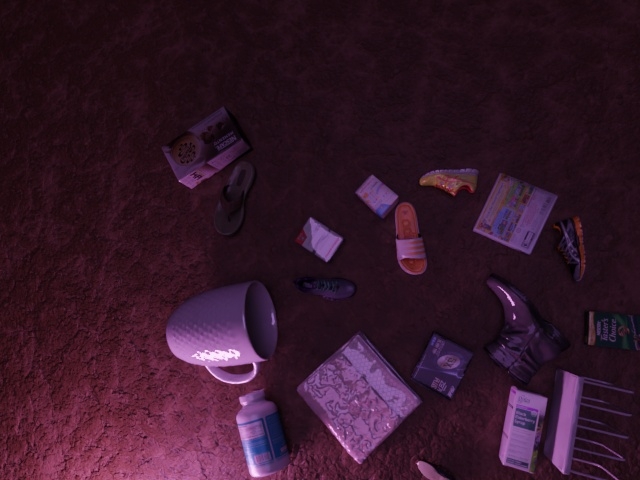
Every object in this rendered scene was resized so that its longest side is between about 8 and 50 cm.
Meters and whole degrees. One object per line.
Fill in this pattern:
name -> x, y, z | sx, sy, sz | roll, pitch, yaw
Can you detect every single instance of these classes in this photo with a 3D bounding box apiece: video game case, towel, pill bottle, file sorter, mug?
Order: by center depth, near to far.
file sorter -> 0.812, 0.554, 1.445 | 0.173, 0.193, 0.278 | 10, 84, 10
video game case -> 0.671, -0.093, 1.649 | 0.206, 0.026, 0.227 | 26, 89, 13
towel -> 0.133, 0.538, 1.653 | 0.317, 0.053, 0.332 | -44, 76, 3
pill bottle -> -0.205, 0.660, 1.653 | 0.146, 0.146, 0.264 | -18, 79, 8
mug -> -0.339, 0.346, 1.685 | 0.327, 0.276, 0.374 | -12, 110, 15

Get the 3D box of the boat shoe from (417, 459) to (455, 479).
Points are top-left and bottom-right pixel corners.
boat shoe -> 0.383, 0.767, 1.577 | 0.133, 0.042, 0.049 | 29, 114, 14

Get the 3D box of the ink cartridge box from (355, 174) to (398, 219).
ink cartridge box -> 0.199, -0.161, 1.718 | 0.143, 0.090, 0.092 | 42, 92, 13

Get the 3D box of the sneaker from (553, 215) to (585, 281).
sneaker -> 0.827, 0.030, 1.578 | 0.083, 0.084, 0.215 | -7, 77, 24

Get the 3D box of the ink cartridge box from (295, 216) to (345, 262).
ink cartridge box -> 0.000, 0.000, 1.748 | 0.150, 0.063, 0.109 | 34, 89, 13

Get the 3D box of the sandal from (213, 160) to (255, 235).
sandal -> -0.340, -0.167, 1.827 | 0.120, 0.086, 0.303 | 14, 85, 13

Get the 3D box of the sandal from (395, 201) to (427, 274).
sandal -> 0.308, -0.011, 1.682 | 0.101, 0.076, 0.266 | -11, 80, 10

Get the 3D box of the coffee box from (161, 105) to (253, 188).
coffee box -> -0.438, -0.359, 1.857 | 0.297, 0.119, 0.168 | -31, 76, 6

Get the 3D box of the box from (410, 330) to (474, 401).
box -> 0.407, 0.419, 1.601 | 0.147, 0.077, 0.180 | 28, 88, 13

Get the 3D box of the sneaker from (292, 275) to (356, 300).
sneaker -> 0.013, 0.170, 1.704 | 0.223, 0.098, 0.083 | 2, 83, 12

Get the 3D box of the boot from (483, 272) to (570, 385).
boot -> 0.616, 0.291, 1.564 | 0.222, 0.118, 0.338 | -43, 72, 8

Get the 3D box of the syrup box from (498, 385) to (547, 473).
syrup box -> 0.643, 0.595, 1.520 | 0.093, 0.096, 0.237 | 12, 86, 13

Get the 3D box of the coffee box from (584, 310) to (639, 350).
coffee box -> 0.950, 0.290, 1.530 | 0.184, 0.040, 0.113 | 6, 83, 12

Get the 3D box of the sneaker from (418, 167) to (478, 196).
sneaker -> 0.452, -0.200, 1.679 | 0.208, 0.081, 0.094 | -2, 84, 10
